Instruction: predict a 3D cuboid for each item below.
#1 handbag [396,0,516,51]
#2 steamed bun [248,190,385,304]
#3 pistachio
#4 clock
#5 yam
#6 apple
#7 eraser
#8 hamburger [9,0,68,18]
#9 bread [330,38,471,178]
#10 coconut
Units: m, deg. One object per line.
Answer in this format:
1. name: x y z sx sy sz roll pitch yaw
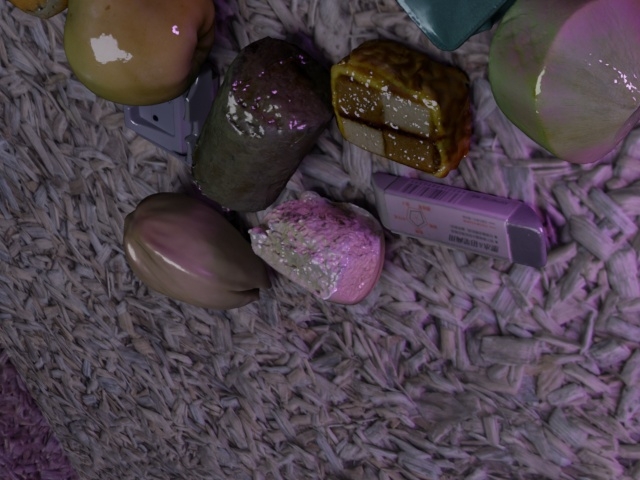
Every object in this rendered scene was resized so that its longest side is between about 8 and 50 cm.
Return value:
1. handbag: 0.176 -0.413 1.325 0.268 0.100 0.274 49 144 5
2. steamed bun: 0.000 0.000 1.825 0.226 0.200 0.170 29 101 28
3. pistachio: -0.254 0.030 2.104 0.332 0.207 0.226 28 -174 4
4. clock: -0.286 -0.257 1.956 0.186 0.083 0.253 30 141 24
5. yam: -0.100 -0.191 1.728 0.195 0.195 0.300 44 144 5
6. apple: -0.307 -0.359 1.748 0.262 0.262 0.262 27 140 26
7. eraser: 0.215 -0.036 1.661 0.352 0.061 0.089 16 132 36
8. hamburger: -0.522 -0.557 1.856 0.319 0.158 0.318 28 140 27
9. bread: 0.124 -0.202 1.574 0.222 0.096 0.181 25 141 28
10. coconut: 0.321 -0.212 1.271 0.205 0.235 0.236 20 161 -36
